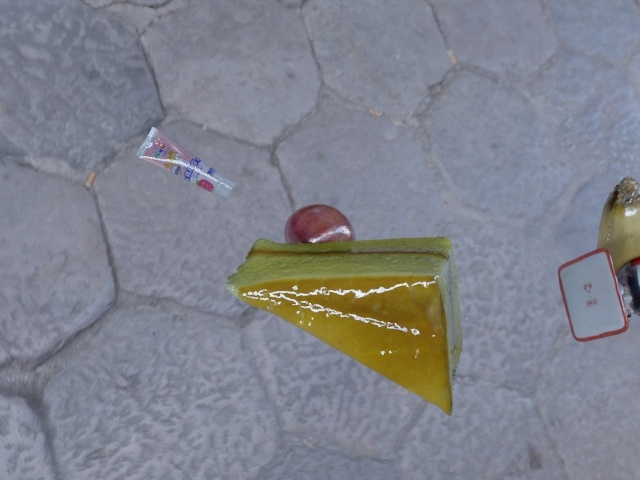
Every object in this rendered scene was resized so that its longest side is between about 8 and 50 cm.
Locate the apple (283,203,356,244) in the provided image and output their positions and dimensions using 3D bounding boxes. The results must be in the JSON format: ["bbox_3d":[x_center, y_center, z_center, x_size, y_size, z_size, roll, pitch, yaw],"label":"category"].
[{"bbox_3d":[0.000,0.000,1.371,0.120,0.153,0.153,-31,86,-18],"label":"apple"}]

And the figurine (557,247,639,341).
[{"bbox_3d":[0.616,0.093,1.381,0.226,0.183,0.160,-8,78,-14],"label":"figurine"}]

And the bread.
[{"bbox_3d":[0.044,0.123,1.195,0.361,0.233,0.245,-1,106,15],"label":"bread"}]

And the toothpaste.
[{"bbox_3d":[-0.263,-0.148,1.421,0.194,0.043,0.067,30,85,-11],"label":"toothpaste"}]

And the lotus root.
[{"bbox_3d":[0.658,0.003,1.516,0.130,0.303,0.146,10,41,24],"label":"lotus root"}]
